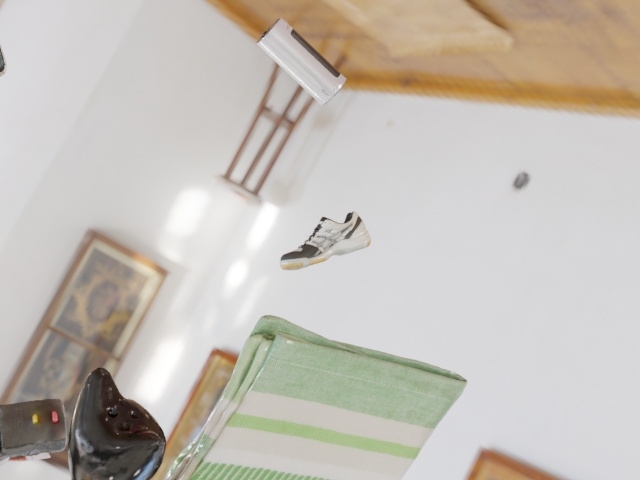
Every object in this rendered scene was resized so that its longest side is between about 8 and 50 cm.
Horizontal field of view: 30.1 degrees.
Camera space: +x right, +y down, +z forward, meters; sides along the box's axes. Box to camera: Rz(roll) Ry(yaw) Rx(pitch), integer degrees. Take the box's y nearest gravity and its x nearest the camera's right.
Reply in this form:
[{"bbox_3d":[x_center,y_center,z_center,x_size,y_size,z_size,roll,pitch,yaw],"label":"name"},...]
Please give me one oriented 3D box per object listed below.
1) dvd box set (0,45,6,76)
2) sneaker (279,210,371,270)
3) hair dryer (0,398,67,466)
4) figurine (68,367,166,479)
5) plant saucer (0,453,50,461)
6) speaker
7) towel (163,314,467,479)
[{"bbox_3d":[-0.517,-0.318,1.194,0.420,0.062,0.307,15,133,33],"label":"dvd box set"},{"bbox_3d":[0.000,0.000,1.001,0.032,0.083,0.037,-16,93,68],"label":"sneaker"},{"bbox_3d":[-0.310,0.219,0.807,0.293,0.223,0.080,-6,-138,-29],"label":"hair dryer"},{"bbox_3d":[-0.102,0.216,0.744,0.215,0.209,0.092,37,-148,26],"label":"figurine"},{"bbox_3d":[-0.494,0.262,1.540,0.259,0.047,0.258,0,170,-6],"label":"plant saucer"},{"bbox_3d":[-0.029,-0.263,1.747,0.136,0.055,0.055,42,169,-13],"label":"speaker"},{"bbox_3d":[-0.044,0.220,1.000,0.248,0.325,0.038,21,-162,-43],"label":"towel"}]
